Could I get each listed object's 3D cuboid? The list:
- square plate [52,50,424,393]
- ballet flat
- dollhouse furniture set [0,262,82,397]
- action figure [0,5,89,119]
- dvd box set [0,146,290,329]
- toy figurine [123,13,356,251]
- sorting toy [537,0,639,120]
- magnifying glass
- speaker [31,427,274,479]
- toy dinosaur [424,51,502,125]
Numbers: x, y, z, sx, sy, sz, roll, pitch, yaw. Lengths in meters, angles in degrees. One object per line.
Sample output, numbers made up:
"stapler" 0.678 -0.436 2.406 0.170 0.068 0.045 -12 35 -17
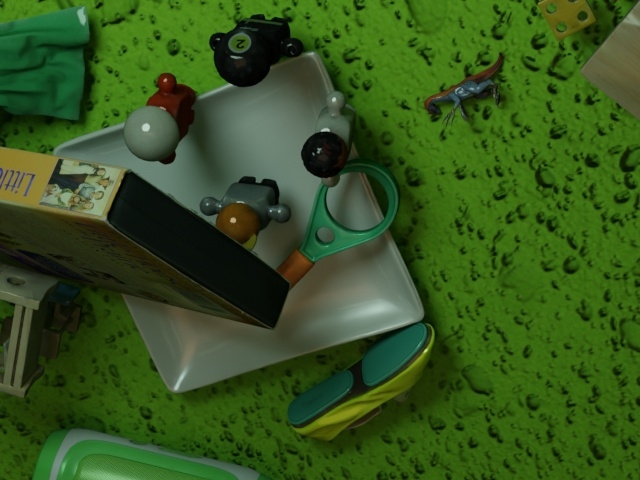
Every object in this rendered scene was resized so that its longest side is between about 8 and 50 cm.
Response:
"square plate" -0.093 -0.014 1.564 0.347 0.049 0.344 -18 108 17
"ballet flat" 0.063 0.177 1.607 0.231 0.077 0.077 -35 123 24
"dollhouse furniture set" -0.370 0.074 1.580 0.128 0.184 0.129 16 114 4
"action figure" -0.376 -0.194 1.469 0.232 0.063 0.137 -8 115 -32
"dvd box set" -0.278 -0.018 1.402 0.420 0.307 0.062 11 74 35
"toy figurine" -0.077 -0.115 1.412 0.213 0.148 0.209 -35 101 20
"sorting toy" 0.359 -0.198 1.400 0.274 0.046 0.132 36 114 -5
"magnifying glass" 0.000 0.000 1.512 0.092 0.026 0.231 41 114 -7
"speaker" -0.210 0.326 1.685 0.296 0.131 0.131 12 114 6
"toy dinosaur" 0.157 -0.163 1.471 0.082 0.047 0.090 8 80 17
